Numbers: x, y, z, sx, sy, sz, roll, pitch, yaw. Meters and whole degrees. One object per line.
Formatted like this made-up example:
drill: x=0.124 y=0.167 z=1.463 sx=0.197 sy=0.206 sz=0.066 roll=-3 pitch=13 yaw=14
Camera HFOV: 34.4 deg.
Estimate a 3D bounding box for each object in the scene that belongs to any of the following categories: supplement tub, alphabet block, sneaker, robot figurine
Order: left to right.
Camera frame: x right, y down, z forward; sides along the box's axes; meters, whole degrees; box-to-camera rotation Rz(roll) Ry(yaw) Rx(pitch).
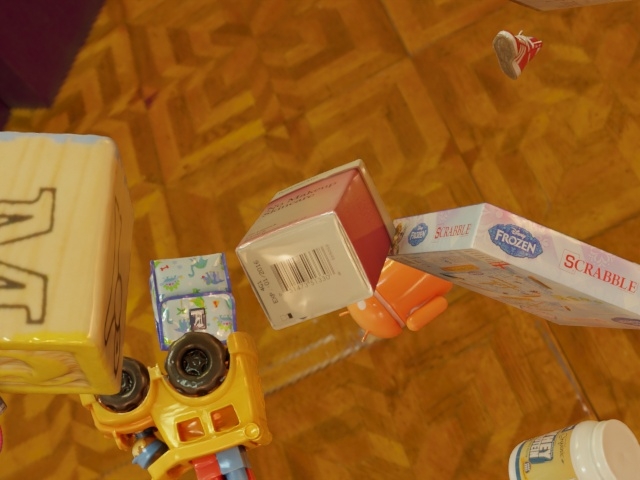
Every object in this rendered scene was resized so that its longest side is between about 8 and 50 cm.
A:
alphabet block: x=-0.282 y=0.027 z=0.963 sx=0.193 sy=0.192 sz=0.197 roll=1 pitch=67 yaw=-3
robot figurine: x=0.133 y=0.076 z=1.734 sx=0.219 sy=0.128 sz=0.158 roll=-41 pitch=84 yaw=-2
sneaker: x=0.296 y=-0.296 z=1.548 sx=0.042 sy=0.118 sz=0.067 roll=38 pitch=84 yaw=24
supplement tub: x=0.446 y=0.397 z=1.804 sx=0.199 sy=0.144 sz=0.144 roll=-31 pitch=44 yaw=41

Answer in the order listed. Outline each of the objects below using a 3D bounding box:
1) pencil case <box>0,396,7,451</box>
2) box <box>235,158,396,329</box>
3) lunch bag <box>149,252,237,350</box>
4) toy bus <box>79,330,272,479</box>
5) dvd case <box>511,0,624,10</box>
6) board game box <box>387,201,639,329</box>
pencil case: x=-0.400 y=0.213 z=0.997 sx=0.236 sy=0.104 sz=0.105 roll=-32 pitch=46 yaw=35
box: x=0.000 y=0.000 z=1.396 sx=0.148 sy=0.127 sz=0.232 roll=-21 pitch=15 yaw=18
lunch bag: x=-0.208 y=0.104 z=1.687 sx=0.128 sy=0.096 sz=0.151 roll=-6 pitch=64 yaw=-13
toy bus: x=-0.167 y=0.237 z=1.286 sx=0.220 sy=0.149 sz=0.212 roll=-17 pitch=75 yaw=1
dvd case: x=0.303 y=-0.243 z=0.955 sx=0.252 sy=0.180 sz=0.022 roll=-1 pitch=96 yaw=26
board game box: x=0.286 y=0.042 z=1.431 sx=0.066 sy=0.317 sz=0.318 roll=-71 pitch=16 yaw=-8
